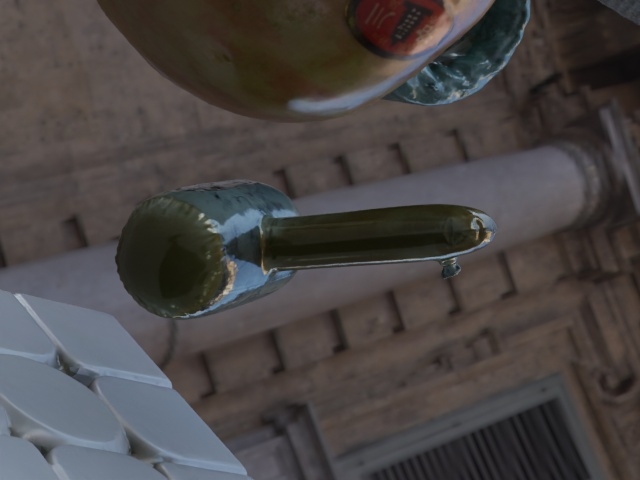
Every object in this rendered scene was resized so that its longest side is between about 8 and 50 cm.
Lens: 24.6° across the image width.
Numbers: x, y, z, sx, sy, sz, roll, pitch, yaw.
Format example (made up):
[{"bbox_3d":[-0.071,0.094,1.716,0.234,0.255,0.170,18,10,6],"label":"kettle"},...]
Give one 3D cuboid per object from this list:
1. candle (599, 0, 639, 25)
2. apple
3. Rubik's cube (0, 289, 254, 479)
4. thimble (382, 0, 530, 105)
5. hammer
[{"bbox_3d":[0.216,-0.163,0.756,0.068,0.192,0.168,45,29,-84],"label":"candle"},{"bbox_3d":[-0.028,-0.300,1.302,0.346,0.391,0.391,46,-31,-21],"label":"apple"},{"bbox_3d":[-0.232,0.211,0.891,0.290,0.291,0.291,41,-75,39],"label":"Rubik's cube"},{"bbox_3d":[0.114,-0.256,1.575,0.198,0.235,0.143,44,-11,-24],"label":"thimble"},{"bbox_3d":[0.000,0.000,1.205,0.305,0.202,0.113,-3,-82,24],"label":"hammer"}]
